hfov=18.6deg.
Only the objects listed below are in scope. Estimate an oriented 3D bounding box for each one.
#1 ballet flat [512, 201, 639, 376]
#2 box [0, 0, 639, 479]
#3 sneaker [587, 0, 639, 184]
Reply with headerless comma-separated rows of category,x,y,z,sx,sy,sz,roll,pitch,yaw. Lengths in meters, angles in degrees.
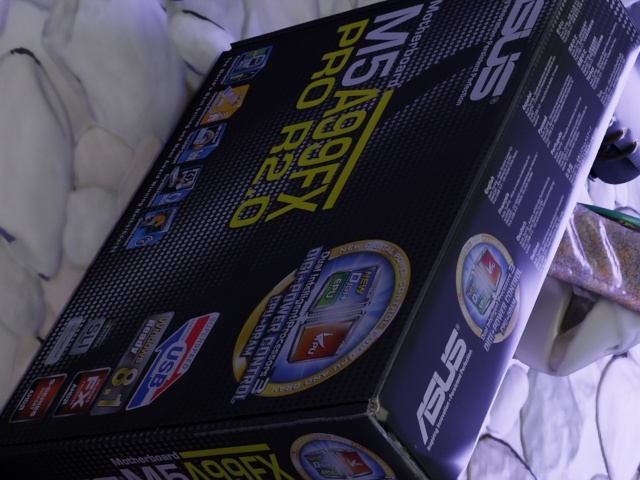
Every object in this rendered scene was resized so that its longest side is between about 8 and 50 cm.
ballet flat,0.115,0.014,1.083,0.316,0.107,0.106,23,84,-40
box,0.000,0.000,0.836,0.060,0.216,0.270,52,47,-29
sneaker,0.147,-0.077,1.136,0.222,0.083,0.118,-31,106,-50
